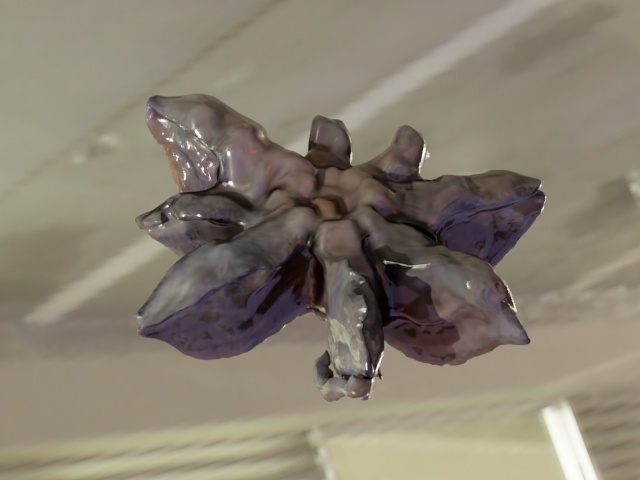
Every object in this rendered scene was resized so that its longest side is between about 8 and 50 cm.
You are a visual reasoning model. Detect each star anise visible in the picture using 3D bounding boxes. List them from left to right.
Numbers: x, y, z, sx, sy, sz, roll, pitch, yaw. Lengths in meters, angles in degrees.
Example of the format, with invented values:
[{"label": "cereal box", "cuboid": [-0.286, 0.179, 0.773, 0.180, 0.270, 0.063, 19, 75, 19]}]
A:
[{"label": "star anise", "cuboid": [0.000, 0.000, 1.001, 0.229, 0.236, 0.093, -31, 149, -33]}]
